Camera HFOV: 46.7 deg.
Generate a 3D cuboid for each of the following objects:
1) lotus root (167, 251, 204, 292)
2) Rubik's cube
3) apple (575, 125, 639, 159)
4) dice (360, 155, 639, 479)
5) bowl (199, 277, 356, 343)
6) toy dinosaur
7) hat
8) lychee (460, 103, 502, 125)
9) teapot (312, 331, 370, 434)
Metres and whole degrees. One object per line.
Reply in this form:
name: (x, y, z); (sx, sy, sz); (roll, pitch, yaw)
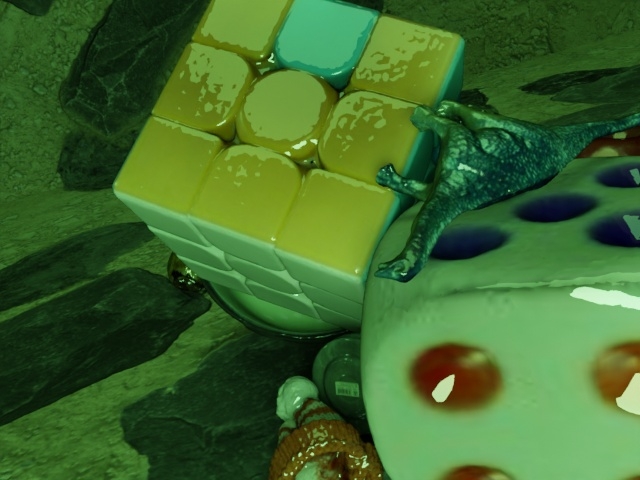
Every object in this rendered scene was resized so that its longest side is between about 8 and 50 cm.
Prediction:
lotus root: (-0.226, 0.021, 1.444); (0.110, 0.097, 0.258); (-12, 15, 14)
Rubik's cube: (-0.013, -0.085, 0.877); (0.291, 0.290, 0.292); (19, 73, 16)
apple: (0.405, -0.046, 1.006); (0.260, 0.216, 0.260); (-11, 17, 3)
dice: (0.225, 0.089, 0.666); (0.304, 0.277, 0.304); (-4, 24, 24)
bowl: (0.000, 0.000, 1.104); (0.354, 0.354, 0.185); (-12, -25, 5)
toy dinosaur: (0.153, -0.069, 0.651); (0.363, 0.076, 0.147); (-25, 41, -27)
hat: (-0.008, 0.203, 0.773); (0.112, 0.093, 0.162); (-17, 20, -6)
lychee: (0.246, -0.108, 1.274); (0.274, 0.255, 0.255); (24, 19, -6)
teapot: (0.051, 0.169, 0.863); (0.111, 0.149, 0.108); (43, 29, 23)
